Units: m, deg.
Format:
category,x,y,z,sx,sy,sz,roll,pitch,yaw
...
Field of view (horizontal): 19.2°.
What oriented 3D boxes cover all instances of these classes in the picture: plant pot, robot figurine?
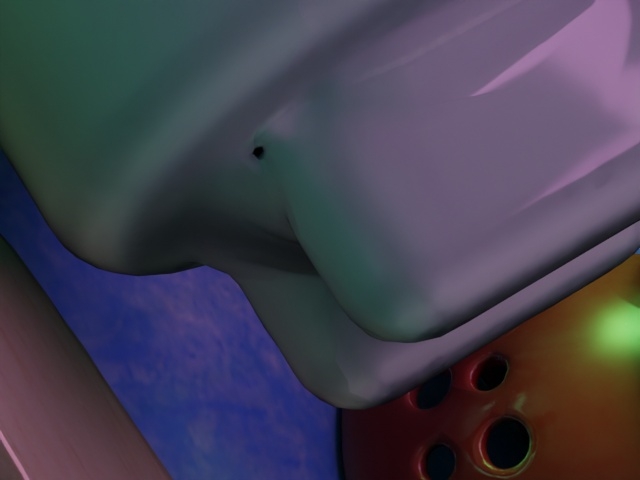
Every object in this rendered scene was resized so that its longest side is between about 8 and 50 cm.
category,x,y,z,sx,sy,sz,roll,pitch,yaw
plant pot,0.131,0.094,0.789,0.191,0.174,0.191,37,41,-42
robot figurine,-0.036,-0.132,0.519,0.200,0.300,0.353,-29,79,-20

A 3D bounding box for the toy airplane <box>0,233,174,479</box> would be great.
category,x,y,z,sx,sy,sz,roll,pitch,yaw
toy airplane,0.008,0.207,0.467,0.386,0.272,0.384,54,-6,43
